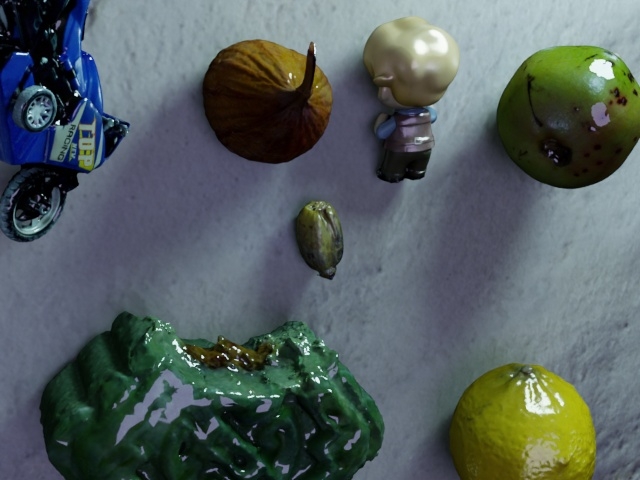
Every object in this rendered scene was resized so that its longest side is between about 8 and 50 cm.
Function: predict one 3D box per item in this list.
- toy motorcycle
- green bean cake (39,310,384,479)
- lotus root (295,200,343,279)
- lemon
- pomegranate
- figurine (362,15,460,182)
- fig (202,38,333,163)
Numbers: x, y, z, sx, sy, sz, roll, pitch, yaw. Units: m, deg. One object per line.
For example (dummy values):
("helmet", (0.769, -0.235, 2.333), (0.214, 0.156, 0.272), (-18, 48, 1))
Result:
("toy motorcycle", (-0.260, -0.150, 0.871), (0.169, 0.113, 0.315), (-39, 144, -45))
("green bean cake", (-0.117, 0.205, 1.033), (0.300, 0.169, 0.308), (-43, 115, -7))
("lotus root", (0.000, 0.000, 1.092), (0.054, 0.049, 0.099), (-20, 111, -27))
("lemon", (0.269, 0.269, 1.206), (0.192, 0.192, 0.231), (-15, 117, -19))
("pomegranate", (0.312, -0.161, 1.137), (0.179, 0.210, 0.179), (4, 109, 13))
("figurine", (0.106, -0.167, 1.078), (0.114, 0.108, 0.196), (-7, 125, -12))
("fig", (-0.033, -0.148, 0.958), (0.146, 0.201, 0.134), (2, 94, -30))
